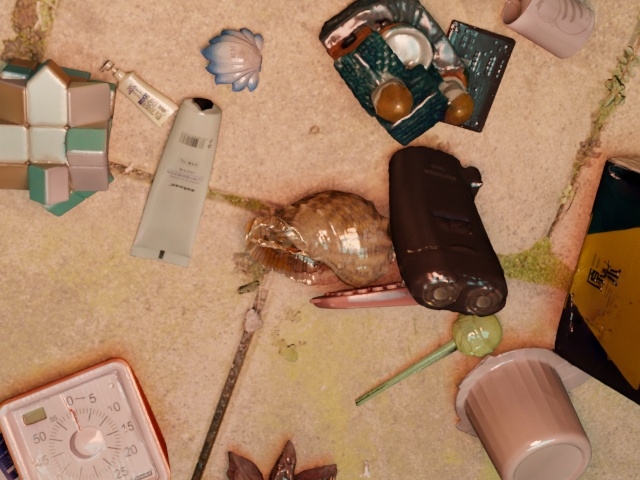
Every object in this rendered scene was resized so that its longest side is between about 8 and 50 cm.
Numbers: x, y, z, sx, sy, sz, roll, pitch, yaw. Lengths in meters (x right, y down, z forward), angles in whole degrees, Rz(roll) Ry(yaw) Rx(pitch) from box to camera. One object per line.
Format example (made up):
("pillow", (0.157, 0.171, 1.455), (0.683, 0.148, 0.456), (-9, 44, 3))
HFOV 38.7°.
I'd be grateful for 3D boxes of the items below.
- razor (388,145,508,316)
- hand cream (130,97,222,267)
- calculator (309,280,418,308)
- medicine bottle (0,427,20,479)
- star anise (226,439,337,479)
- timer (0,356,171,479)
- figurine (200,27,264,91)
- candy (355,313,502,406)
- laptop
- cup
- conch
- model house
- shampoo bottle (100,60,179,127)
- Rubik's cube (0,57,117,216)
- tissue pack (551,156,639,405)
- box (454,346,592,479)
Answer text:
("razor", (0.209, -0.017, 1.567), (0.189, 0.327, 0.107), (13, 134, -19))
("hand cream", (-0.245, -0.099, 1.603), (0.109, 0.067, 0.321), (13, 113, -16))
("calculator", (0.140, 0.098, 1.660), (0.329, 0.220, 0.048), (-5, 89, -13))
("medicine bottle", (-0.610, 0.402, 1.699), (0.106, 0.107, 0.192), (-24, 114, -1))
("star anise", (-0.102, 0.555, 1.848), (0.331, 0.117, 0.332), (-3, 106, -10))
("timer", (-0.433, 0.362, 1.693), (0.257, 0.161, 0.250), (-21, 105, -1))
("figurine", (-0.150, -0.306, 1.528), (0.114, 0.079, 0.114), (0, 94, -3))
("candy", (0.209, 0.244, 1.815), (0.335, 0.092, 0.093), (-33, 144, 13))
("laptop", (0.263, -0.292, 1.638), (0.129, 0.016, 0.180), (13, 109, -14))
("cup", (0.403, -0.402, 1.574), (0.133, 0.099, 0.136), (26, 105, -18))
("conch", (0.007, -0.014, 1.619), (0.291, 0.210, 0.159), (23, 72, -22))
("model house", (0.136, -0.261, 1.475), (0.184, 0.291, 0.253), (-33, 112, 14))
("shampoo bottle", (-0.307, -0.253, 1.539), (0.141, 0.034, 0.049), (41, 106, -21))
("Rubik's cube", (-0.436, -0.161, 1.453), (0.224, 0.213, 0.266), (7, 110, -14))
("tissue pack", (0.637, 0.076, 1.698), (0.253, 0.264, 0.417), (-4, 115, -34))
("box", (0.432, 0.368, 1.792), (0.291, 0.206, 0.263), (-10, 131, -6))
